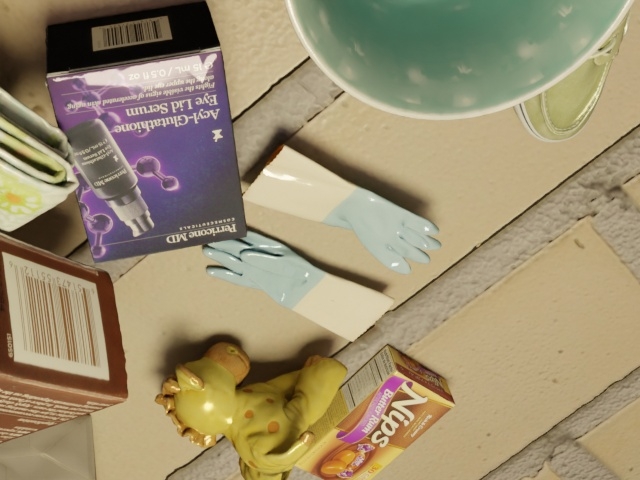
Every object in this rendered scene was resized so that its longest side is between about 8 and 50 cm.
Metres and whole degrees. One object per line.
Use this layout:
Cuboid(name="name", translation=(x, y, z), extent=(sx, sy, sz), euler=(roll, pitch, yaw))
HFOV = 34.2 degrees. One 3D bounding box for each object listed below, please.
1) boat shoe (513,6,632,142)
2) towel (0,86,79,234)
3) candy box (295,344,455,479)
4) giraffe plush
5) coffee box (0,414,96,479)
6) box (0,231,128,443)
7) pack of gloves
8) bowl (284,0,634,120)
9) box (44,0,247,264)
Cuboid(name="boat shoe", translation=(0.242, -0.217, 0.985), extent=(0.109, 0.094, 0.302), euler=(-7, 126, -9))
Cuboid(name="towel", translation=(-0.432, -0.070, 0.853), extent=(0.375, 0.090, 0.320), euler=(-23, 134, 29))
Cuboid(name="candy box", translation=(0.062, 0.224, 1.288), extent=(0.109, 0.053, 0.187), euler=(34, 113, -31))
Cuboid(name="giraffe plush", translation=(-0.093, 0.189, 1.170), extent=(0.171, 0.210, 0.181), euler=(31, 120, 1))
Cuboid(name="coffee box", translation=(-0.347, 0.361, 1.242), extent=(0.168, 0.119, 0.297), euler=(-4, 126, -12))
Cuboid(name="box", translation=(-0.389, 0.126, 0.956), extent=(0.382, 0.143, 0.191), euler=(-22, 157, 19))
Cuboid(name="pack of gloves", translation=(0.000, 0.000, 1.129), extent=(0.232, 0.046, 0.195), euler=(26, 127, -25))
Cuboid(name="bowl", translation=(0.104, -0.274, 0.867), extent=(0.312, 0.163, 0.311), euler=(-7, 127, -10))
Cuboid(name="box", translation=(-0.158, -0.098, 0.964), extent=(0.153, 0.108, 0.207), euler=(-12, 127, -6))
